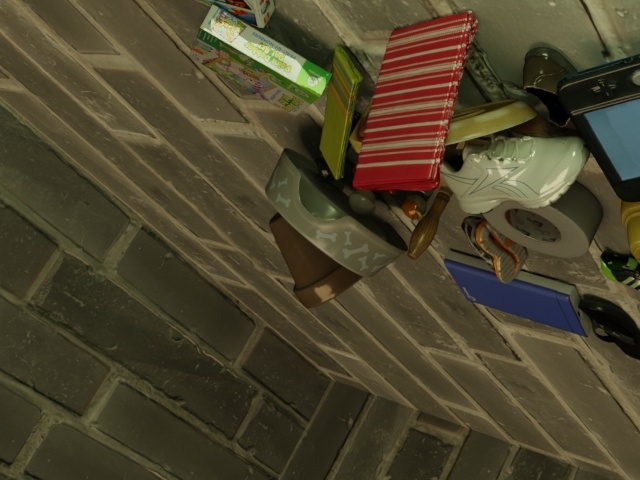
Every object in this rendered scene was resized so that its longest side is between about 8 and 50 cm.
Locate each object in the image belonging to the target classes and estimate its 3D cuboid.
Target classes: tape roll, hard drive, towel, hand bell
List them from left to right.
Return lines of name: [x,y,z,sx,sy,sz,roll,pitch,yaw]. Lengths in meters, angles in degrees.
towel: [0.034,-0.229,1.763,0.237,0.021,0.102,100,155,-46]
towel: [0.142,-0.207,1.486,0.031,0.274,0.199,20,169,-33]
hand bell: [0.219,-0.072,1.776,0.126,0.242,0.126,28,163,9]
hard drive: [0.464,0.126,2.280,0.319,0.040,0.210,17,159,35]
tape roll: [0.409,-0.055,1.806,0.219,0.072,0.219,26,162,9]

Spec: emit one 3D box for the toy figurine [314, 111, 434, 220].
toy figurine: [0.118,-0.138,1.909,0.210,0.148,0.213,14,157,42]

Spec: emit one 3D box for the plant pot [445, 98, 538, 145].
plant pot: [0.227,-0.187,1.549,0.236,0.236,0.032,0,109,58]

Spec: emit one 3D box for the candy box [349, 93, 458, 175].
candy box: [0.157,-0.195,1.755,0.187,0.109,0.053,18,161,31]

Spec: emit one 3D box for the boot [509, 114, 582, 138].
boot: [0.373,-0.168,1.597,0.118,0.042,0.087,12,156,42]

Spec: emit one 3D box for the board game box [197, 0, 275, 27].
board game box: [-0.230,-0.486,1.646,0.305,0.053,0.193,26,163,12]

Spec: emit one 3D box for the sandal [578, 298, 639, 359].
sandal: [0.667,0.210,2.170,0.254,0.054,0.097,39,160,-28]

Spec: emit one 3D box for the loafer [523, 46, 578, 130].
loafer: [0.377,-0.195,1.450,0.220,0.078,0.080,35,162,-16]

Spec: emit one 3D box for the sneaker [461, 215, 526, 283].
sneaker: [0.371,0.014,2.070,0.083,0.084,0.215,31,165,45]

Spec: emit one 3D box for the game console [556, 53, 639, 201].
game console: [0.490,-0.108,1.330,0.250,0.173,0.293,-14,139,32]

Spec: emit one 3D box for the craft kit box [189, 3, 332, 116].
craft kit box: [-0.119,-0.330,1.819,0.247,0.061,0.250,26,174,-10]

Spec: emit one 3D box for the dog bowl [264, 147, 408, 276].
dog bowl: [0.026,-0.054,2.113,0.349,0.102,0.349,38,-170,-8]

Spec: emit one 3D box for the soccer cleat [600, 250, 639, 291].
soccer cleat: [0.613,0.065,1.843,0.179,0.060,0.072,18,158,40]

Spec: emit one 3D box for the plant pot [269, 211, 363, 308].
plant pot: [0.000,0.000,2.392,0.229,0.263,0.263,53,158,-10]

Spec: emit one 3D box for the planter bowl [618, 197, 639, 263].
planter bowl: [0.594,0.002,1.641,0.217,0.090,0.217,26,162,9]

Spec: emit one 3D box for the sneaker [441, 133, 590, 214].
sneaker: [0.303,-0.120,1.581,0.129,0.111,0.297,42,149,-25]
